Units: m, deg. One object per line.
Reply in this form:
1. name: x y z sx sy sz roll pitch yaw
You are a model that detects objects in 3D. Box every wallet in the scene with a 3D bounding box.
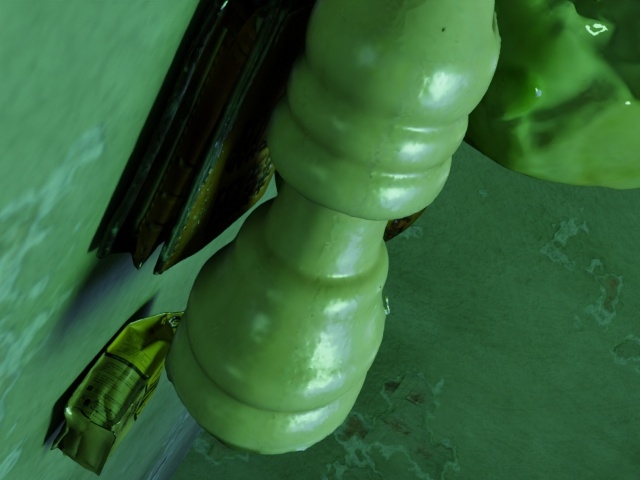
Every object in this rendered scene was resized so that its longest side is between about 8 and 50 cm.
1. wallet: -0.040 -0.073 0.455 0.161 0.042 0.195 -59 177 23

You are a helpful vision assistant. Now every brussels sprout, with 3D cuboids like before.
1. brussels sprout: 0.211 -0.210 0.627 0.314 0.276 0.371 112 -16 -66

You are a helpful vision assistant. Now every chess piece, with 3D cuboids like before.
1. chess piece: 0.021 -0.051 0.392 0.139 0.124 0.307 -11 134 -44

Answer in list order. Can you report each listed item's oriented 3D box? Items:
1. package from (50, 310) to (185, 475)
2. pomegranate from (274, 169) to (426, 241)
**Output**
1. package: -0.141 0.102 0.593 0.131 0.047 0.071 -57 176 -44
2. pomegranate: 0.031 -0.076 0.655 0.156 0.156 0.220 -58 173 -6
